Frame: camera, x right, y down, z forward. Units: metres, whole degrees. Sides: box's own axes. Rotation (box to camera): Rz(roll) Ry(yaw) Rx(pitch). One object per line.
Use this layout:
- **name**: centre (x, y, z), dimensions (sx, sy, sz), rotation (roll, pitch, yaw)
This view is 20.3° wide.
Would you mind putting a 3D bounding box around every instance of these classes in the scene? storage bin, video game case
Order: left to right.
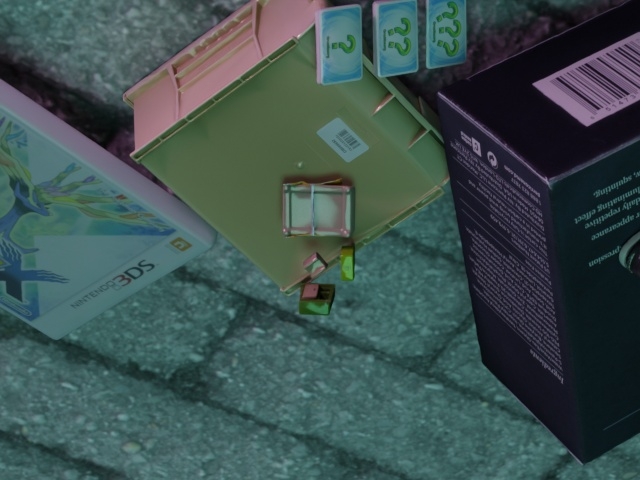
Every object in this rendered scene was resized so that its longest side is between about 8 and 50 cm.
- **video game case**: centre (-0.328, -0.030, 1.933), dimensions (0.329, 0.036, 0.300), rotation (35, 136, -27)
- **storage bin**: centre (-0.026, -0.113, 1.895), dimensions (0.260, 0.123, 0.262), rotation (-34, 123, 20)

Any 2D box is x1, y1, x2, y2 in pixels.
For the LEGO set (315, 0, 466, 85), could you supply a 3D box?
- **LEGO set**: centre (0.082, -0.279, 1.750), dimensions (0.182, 0.060, 0.244), rotation (-11, 110, -29)

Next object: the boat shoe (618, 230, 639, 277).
- **boat shoe**: centre (0.347, -0.010, 1.734), dimensions (0.125, 0.038, 0.046), rotation (-38, 133, -5)

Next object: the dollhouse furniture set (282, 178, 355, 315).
- **dollhouse furniture set**: centre (0.000, 0.000, 1.894), dimensions (0.076, 0.058, 0.152), rotation (1, 110, 4)

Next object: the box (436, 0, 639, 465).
- **box**: centre (0.321, -0.017, 1.883), dimensions (0.293, 0.212, 0.395), rotation (-26, 130, -16)
